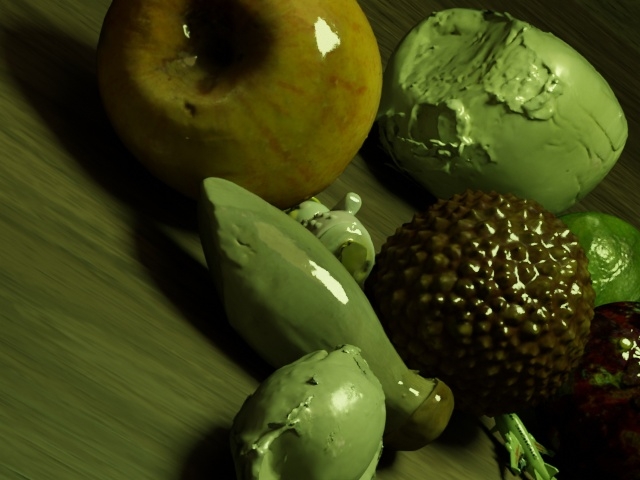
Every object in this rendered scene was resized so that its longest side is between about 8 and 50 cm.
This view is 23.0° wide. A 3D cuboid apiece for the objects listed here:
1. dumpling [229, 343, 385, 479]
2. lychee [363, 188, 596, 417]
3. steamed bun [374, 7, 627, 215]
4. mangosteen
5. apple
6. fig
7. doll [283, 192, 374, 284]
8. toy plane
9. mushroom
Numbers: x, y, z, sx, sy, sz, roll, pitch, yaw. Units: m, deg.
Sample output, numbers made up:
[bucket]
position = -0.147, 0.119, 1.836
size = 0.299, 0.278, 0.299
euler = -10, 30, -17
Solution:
[dumpling]
position = -0.009, 0.194, 1.388
size = 0.247, 0.142, 0.173
euler = -39, 116, -53
[lychee]
position = 0.164, 0.071, 1.726
size = 0.267, 0.267, 0.267
euler = 36, 25, -19
[steamed bun]
position = 0.239, -0.144, 2.153
size = 0.312, 0.233, 0.334
euler = 41, -15, -33
[mangosteen]
position = 0.359, 0.188, 1.910
size = 0.231, 0.231, 0.289
euler = 42, -9, -5
[apple]
position = -0.080, -0.175, 1.680
size = 0.299, 0.299, 0.275
euler = 48, 8, 8
[fig]
position = 0.343, 0.085, 2.110
size = 0.203, 0.203, 0.235
euler = 36, 55, -18
[doll]
position = 0.000, 0.000, 1.718
size = 0.081, 0.129, 0.207
euler = 25, 8, -26
[toy plane]
position = 0.230, 0.238, 1.794
size = 0.111, 0.040, 0.102
euler = 51, 23, 17
[mushroom]
position = -0.007, 0.078, 1.575
size = 0.350, 0.128, 0.128
euler = 44, 23, -10
